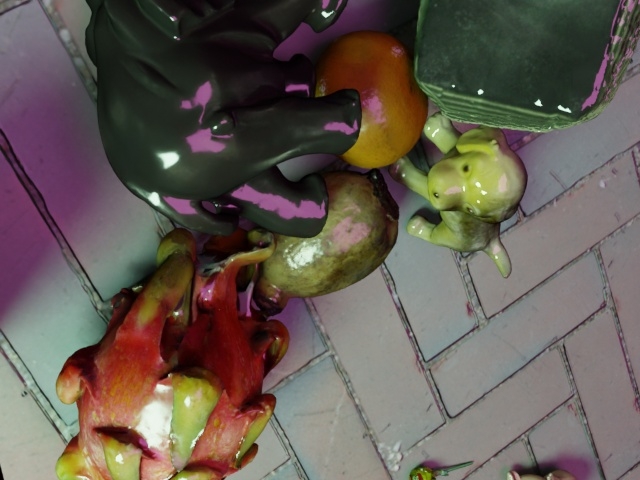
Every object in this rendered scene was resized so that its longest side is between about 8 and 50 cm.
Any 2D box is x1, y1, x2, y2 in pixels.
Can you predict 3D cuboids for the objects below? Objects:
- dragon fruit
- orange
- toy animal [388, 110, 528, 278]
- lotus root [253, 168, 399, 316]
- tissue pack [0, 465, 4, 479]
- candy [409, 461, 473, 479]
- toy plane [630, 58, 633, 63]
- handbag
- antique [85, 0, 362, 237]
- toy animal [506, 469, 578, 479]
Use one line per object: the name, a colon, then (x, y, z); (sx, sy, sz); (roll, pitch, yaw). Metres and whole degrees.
dragon fruit: (-0.155, 0.139, 0.936); (0.227, 0.243, 0.307); (21, 56, -9)
orange: (0.052, -0.161, 0.982); (0.156, 0.124, 0.156); (14, 73, -54)
toy animal: (0.169, -0.058, 1.039); (0.121, 0.168, 0.233); (-43, 152, -12)
lotus root: (0.000, 0.000, 1.012); (0.214, 0.138, 0.138); (-39, 119, -4)
tissue pack: (-0.396, 0.131, 0.703); (0.198, 0.370, 0.210); (-23, 115, -21)
candy: (0.182, 0.344, 1.271); (0.123, 0.035, 0.035); (-5, 140, -36)
toy plane: (0.428, -0.304, 1.158); (0.192, 0.088, 0.262); (4, 115, -62)
handbag: (0.250, -0.286, 0.963); (0.240, 0.247, 0.341); (-7, 112, -67)
antique: (-0.105, -0.165, 0.858); (0.255, 0.185, 0.322); (3, 77, -25)
toy animal: (0.353, 0.402, 1.354); (0.150, 0.089, 0.083); (5, 83, -25)
